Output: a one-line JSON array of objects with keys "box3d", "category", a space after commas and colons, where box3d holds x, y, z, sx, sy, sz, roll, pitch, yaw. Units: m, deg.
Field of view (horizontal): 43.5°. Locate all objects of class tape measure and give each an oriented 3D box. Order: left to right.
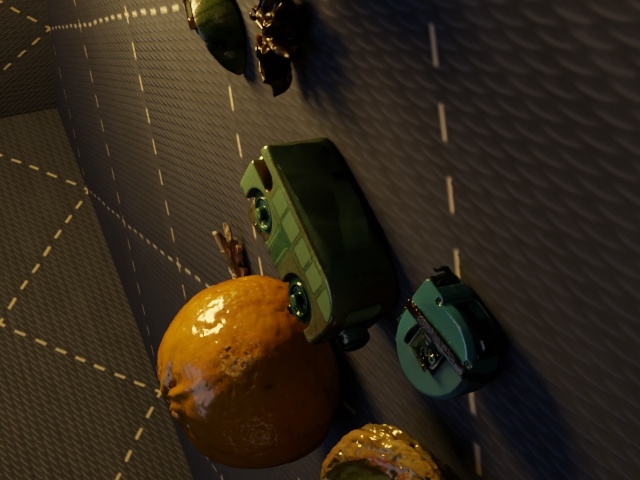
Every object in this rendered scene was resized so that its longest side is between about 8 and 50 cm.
[{"box3d": [0.149, 0.122, 0.955, 0.146, 0.081, 0.125, 55, 133, 32], "category": "tape measure"}]

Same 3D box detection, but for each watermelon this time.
[{"box3d": [-0.190, -0.383, 1.415, 0.182, 0.075, 0.092, 70, 161, 7], "category": "watermelon"}]

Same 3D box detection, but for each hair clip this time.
[{"box3d": [-0.180, 0.062, 1.723, 0.062, 0.056, 0.214, 8, 122, 48], "category": "hair clip"}]

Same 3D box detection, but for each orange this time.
[{"box3d": [-0.130, 0.235, 1.400, 0.340, 0.293, 0.341, 50, 149, 44], "category": "orange"}]

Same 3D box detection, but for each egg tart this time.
[{"box3d": [0.120, 0.386, 1.121, 0.294, 0.123, 0.294, 23, 121, 45], "category": "egg tart"}]

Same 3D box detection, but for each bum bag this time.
[{"box3d": [-0.240, -0.466, 1.551, 0.159, 0.026, 0.109, -154, 52, -68], "category": "bum bag"}]

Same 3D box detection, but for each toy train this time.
[{"box3d": [0.000, 0.000, 1.169, 0.326, 0.129, 0.159, 66, 150, 21], "category": "toy train"}]

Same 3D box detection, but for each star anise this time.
[{"box3d": [-0.060, -0.302, 1.160, 0.234, 0.073, 0.177, -146, 51, -80], "category": "star anise"}]

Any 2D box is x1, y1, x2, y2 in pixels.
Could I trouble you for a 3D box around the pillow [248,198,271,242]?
[{"box3d": [-0.075, -0.025, 1.415, 0.241, 0.051, 0.093, 47, 150, 49], "category": "pillow"}]
